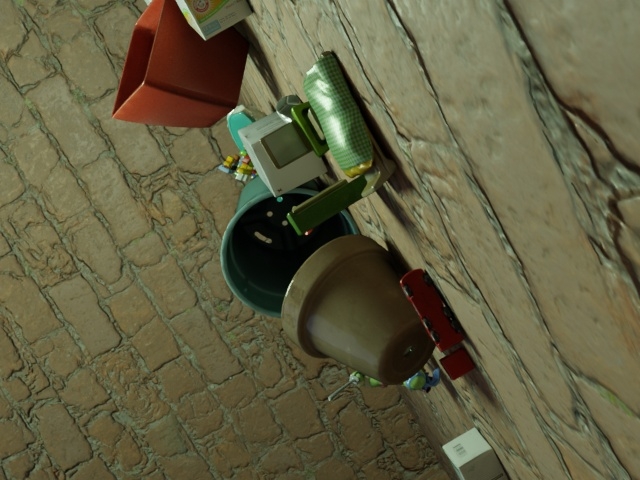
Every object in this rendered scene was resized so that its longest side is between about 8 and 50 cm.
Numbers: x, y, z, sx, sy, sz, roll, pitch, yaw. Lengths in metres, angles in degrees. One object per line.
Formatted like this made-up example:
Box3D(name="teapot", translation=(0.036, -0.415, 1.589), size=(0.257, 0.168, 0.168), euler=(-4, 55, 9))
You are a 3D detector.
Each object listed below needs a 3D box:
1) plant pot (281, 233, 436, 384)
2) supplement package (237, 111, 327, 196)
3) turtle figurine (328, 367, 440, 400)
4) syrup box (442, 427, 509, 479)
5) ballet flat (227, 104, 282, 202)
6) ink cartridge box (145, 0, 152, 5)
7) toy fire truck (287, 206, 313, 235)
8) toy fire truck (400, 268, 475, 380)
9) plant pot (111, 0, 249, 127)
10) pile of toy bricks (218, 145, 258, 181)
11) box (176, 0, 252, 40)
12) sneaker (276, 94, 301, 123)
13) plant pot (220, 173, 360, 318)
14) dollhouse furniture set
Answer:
Box3D(name="plant pot", translation=(0.093, 0.150, 1.406), size=(0.229, 0.263, 0.263), euler=(37, 162, 42))
Box3D(name="supplement package", translation=(-0.093, -0.210, 1.720), size=(0.139, 0.134, 0.244), euler=(65, 175, -20))
Box3D(name="turtle figurine", translation=(0.148, 0.260, 1.814), size=(0.266, 0.275, 0.197), euler=(-117, 32, -74))
Box3D(name="syrup box", translation=(0.387, 0.568, 1.735), size=(0.236, 0.096, 0.093), euler=(62, 176, -22))
Box3D(name="ballet flat", translation=(-0.156, -0.275, 2.204), size=(0.147, 0.147, 0.409), euler=(57, 175, 43))
Box3D(name="ink cartridge box", translation=(-0.402, -0.682, 2.010), size=(0.384, 0.160, 0.279), euler=(58, 176, 23))
Box3D(name="toy fire truck", translation=(0.000, 0.000, 2.342), size=(0.217, 0.159, 0.246), euler=(80, 169, -79))
Box3D(name="toy fire truck", translation=(0.199, 0.144, 1.262), size=(0.192, 0.047, 0.135), euler=(60, 178, 12))
Box3D(name="plant pot", translation=(-0.322, -0.409, 1.764), size=(0.236, 0.267, 0.267), euler=(18, 162, -27))
Box3D(name="pile of toy bricks", translation=(-0.201, -0.228, 2.076), size=(0.118, 0.105, 0.212), euler=(28, -172, 15))
Box3D(name="box", translation=(-0.230, -0.495, 1.497), size=(0.103, 0.114, 0.203), euler=(61, 175, -32))
Box3D(name="sneaker", translation=(-0.044, -0.239, 1.488), size=(0.152, 0.054, 0.061), euler=(56, 178, 41))
Box3D(name="plant pot", translation=(-0.087, -0.024, 1.916), size=(0.341, 0.341, 0.334), euler=(61, -176, -22))
Box3D(name="dollhouse furniture set", translation=(-0.013, -0.131, 1.114), size=(0.197, 0.151, 0.301), euler=(60, 176, -1))
